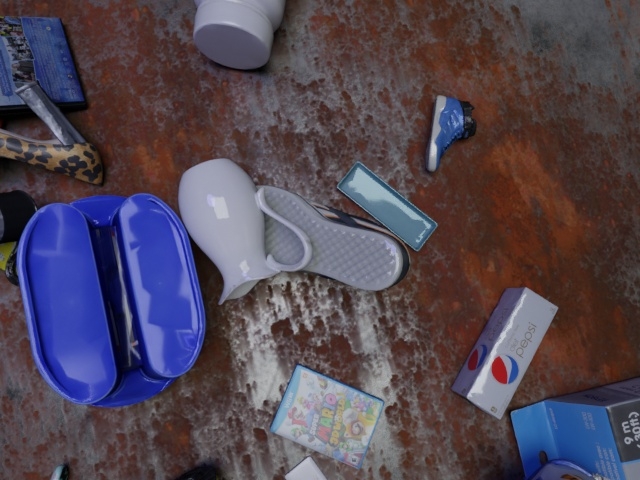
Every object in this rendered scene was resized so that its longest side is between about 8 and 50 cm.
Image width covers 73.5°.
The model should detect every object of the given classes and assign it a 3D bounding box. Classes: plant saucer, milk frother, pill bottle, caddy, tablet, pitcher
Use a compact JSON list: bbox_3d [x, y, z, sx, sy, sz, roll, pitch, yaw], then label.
[{"bbox_3d":[0.123,-0.063,0.795,0.192,0.018,0.067,39,81,3],"label":"plant saucer"},{"bbox_3d":[-0.500,0.008,0.640,0.143,0.134,0.129,46,113,7],"label":"milk frother"},{"bbox_3d":[-0.136,-0.471,0.764,0.160,0.160,0.283,8,81,-3],"label":"pill bottle"},{"bbox_3d":[-0.315,0.086,0.667,0.241,0.179,0.342,-11,85,-28],"label":"caddy"},{"bbox_3d":[-0.015,0.415,0.722,0.054,0.006,0.083,-36,85,-8],"label":"tablet"},{"bbox_3d":[-0.118,-0.027,0.667,0.177,0.125,0.207,-23,87,13],"label":"pitcher"}]

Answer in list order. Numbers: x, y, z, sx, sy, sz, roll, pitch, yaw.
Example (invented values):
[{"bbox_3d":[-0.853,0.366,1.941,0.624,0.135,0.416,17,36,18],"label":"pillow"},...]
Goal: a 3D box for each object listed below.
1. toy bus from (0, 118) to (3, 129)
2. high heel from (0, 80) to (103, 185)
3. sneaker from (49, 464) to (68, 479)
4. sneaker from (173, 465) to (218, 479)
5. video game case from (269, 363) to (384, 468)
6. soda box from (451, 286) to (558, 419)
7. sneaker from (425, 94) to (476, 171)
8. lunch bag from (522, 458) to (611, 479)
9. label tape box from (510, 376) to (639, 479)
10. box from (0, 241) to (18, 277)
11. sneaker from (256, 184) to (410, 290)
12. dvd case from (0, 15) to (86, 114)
[{"bbox_3d":[-0.669,-0.181,0.713,0.202,0.104,0.191,37,81,2],"label":"toy bus"},{"bbox_3d":[-0.513,-0.114,0.709,0.261,0.093,0.186,-35,116,-6],"label":"high heel"},{"bbox_3d":[-0.447,0.404,0.677,0.069,0.038,0.098,10,81,-3],"label":"sneaker"},{"bbox_3d":[-0.269,0.478,0.648,0.299,0.111,0.121,-28,95,-2],"label":"sneaker"},{"bbox_3d":[0.013,0.301,0.736,0.166,0.015,0.119,23,81,0],"label":"video game case"},{"bbox_3d":[0.317,0.189,0.743,0.069,0.074,0.216,32,81,1],"label":"soda box"},{"bbox_3d":[0.248,-0.196,0.802,0.084,0.058,0.152,11,75,6],"label":"sneaker"},{"bbox_3d":[0.357,0.490,0.635,0.243,0.115,0.303,41,101,18],"label":"lunch bag"},{"bbox_3d":[0.529,0.378,0.712,0.347,0.115,0.249,-11,83,-7],"label":"label tape box"},{"bbox_3d":[-0.472,0.023,0.729,0.179,0.043,0.105,27,81,-1],"label":"box"},{"bbox_3d":[0.000,0.000,0.733,0.321,0.127,0.126,25,99,25],"label":"sneaker"},{"bbox_3d":[-0.560,-0.298,0.729,0.252,0.022,0.181,-16,83,-31],"label":"dvd case"}]
